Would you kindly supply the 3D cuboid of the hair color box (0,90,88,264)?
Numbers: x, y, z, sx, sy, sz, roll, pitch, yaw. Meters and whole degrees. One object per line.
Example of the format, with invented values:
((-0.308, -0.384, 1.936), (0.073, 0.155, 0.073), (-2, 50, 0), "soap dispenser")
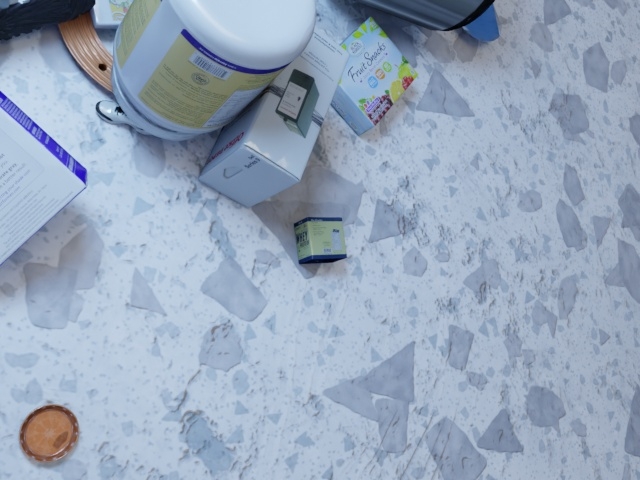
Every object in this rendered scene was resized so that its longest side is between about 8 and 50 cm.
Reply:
((-0.508, -0.141, 0.815), (0.185, 0.110, 0.339), (-42, 120, -1), "hair color box")

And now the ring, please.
((-0.315, -0.399, 1.128), (0.336, 0.032, 0.337), (8, 75, -29), "ring")

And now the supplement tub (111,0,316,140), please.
((-0.185, -0.316, 0.962), (0.240, 0.331, 0.241), (11, 69, -32), "supplement tub")

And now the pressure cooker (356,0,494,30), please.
((0.176, -0.674, 1.299), (0.419, 0.369, 0.376), (8, 84, -29), "pressure cooker")

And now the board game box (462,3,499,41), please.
((0.408, -0.597, 1.621), (0.133, 0.033, 0.169), (2, 72, -26), "board game box")

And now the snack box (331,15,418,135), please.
((0.098, -0.366, 1.348), (0.174, 0.070, 0.207), (47, 58, -13), "snack box")

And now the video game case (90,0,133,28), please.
((-0.317, -0.490, 1.098), (0.226, 0.026, 0.207), (-14, 94, -34), "video game case")

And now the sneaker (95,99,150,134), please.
((-0.336, -0.221, 1.062), (0.109, 0.043, 0.040), (16, 71, -26), "sneaker")

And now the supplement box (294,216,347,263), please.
((0.000, 0.000, 1.203), (0.083, 0.056, 0.083), (-1, 78, -32), "supplement box")

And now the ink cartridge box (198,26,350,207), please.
((-0.087, -0.225, 1.117), (0.121, 0.211, 0.289), (31, 65, -23), "ink cartridge box")

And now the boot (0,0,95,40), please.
((-0.609, -0.516, 0.908), (0.367, 0.146, 0.446), (-31, 96, -35), "boot")

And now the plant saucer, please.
((-0.406, 0.288, 0.908), (0.083, 0.013, 0.084), (8, 74, -29), "plant saucer")
